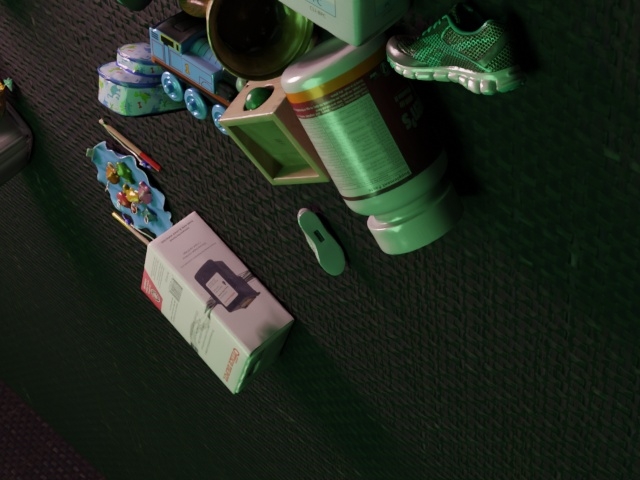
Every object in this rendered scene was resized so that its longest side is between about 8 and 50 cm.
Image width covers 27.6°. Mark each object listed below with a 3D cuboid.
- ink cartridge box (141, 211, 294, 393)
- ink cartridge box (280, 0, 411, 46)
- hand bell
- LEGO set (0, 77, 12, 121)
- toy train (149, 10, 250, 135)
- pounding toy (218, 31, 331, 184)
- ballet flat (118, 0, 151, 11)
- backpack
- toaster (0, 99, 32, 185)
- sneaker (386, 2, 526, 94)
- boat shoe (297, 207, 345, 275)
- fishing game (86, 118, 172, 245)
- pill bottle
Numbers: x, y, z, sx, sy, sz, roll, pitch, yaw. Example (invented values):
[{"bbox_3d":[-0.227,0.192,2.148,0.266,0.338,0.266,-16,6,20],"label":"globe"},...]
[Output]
[{"bbox_3d":[-0.163,0.100,2.024,0.237,0.100,0.172,47,154,12],"label":"ink cartridge box"},{"bbox_3d":[-0.054,-0.403,1.201,0.308,0.091,0.385,37,152,29],"label":"ink cartridge box"},{"bbox_3d":[-0.117,-0.267,1.496,0.242,0.126,0.126,33,151,57],"label":"hand bell"},{"bbox_3d":[-0.703,-0.290,2.207,0.192,0.331,0.255,103,145,-57],"label":"LEGO set"},{"bbox_3d":[-0.135,-0.206,1.609,0.184,0.080,0.105,35,144,32],"label":"toy train"},{"bbox_3d":[-0.032,-0.149,1.502,0.130,0.100,0.141,-1,137,51],"label":"pounding toy"},{"bbox_3d":[-0.222,-0.363,1.513,0.096,0.095,0.280,11,152,21],"label":"ballet flat"},{"bbox_3d":[-0.234,-0.213,1.717,0.105,0.114,0.084,29,127,42],"label":"backpack"},{"bbox_3d":[-0.616,-0.167,2.374,0.129,0.146,0.227,49,155,4],"label":"toaster"},{"bbox_3d":[0.127,-0.189,1.232,0.166,0.065,0.076,18,123,45],"label":"sneaker"},{"bbox_3d":[0.000,0.000,1.710,0.100,0.035,0.035,56,-178,-17],"label":"boat shoe"},{"bbox_3d":[-0.315,-0.079,2.117,0.189,0.041,0.264,40,152,17],"label":"fishing game"},{"bbox_3d":[0.059,-0.104,1.366,0.121,0.121,0.221,3,127,58],"label":"pill bottle"}]
